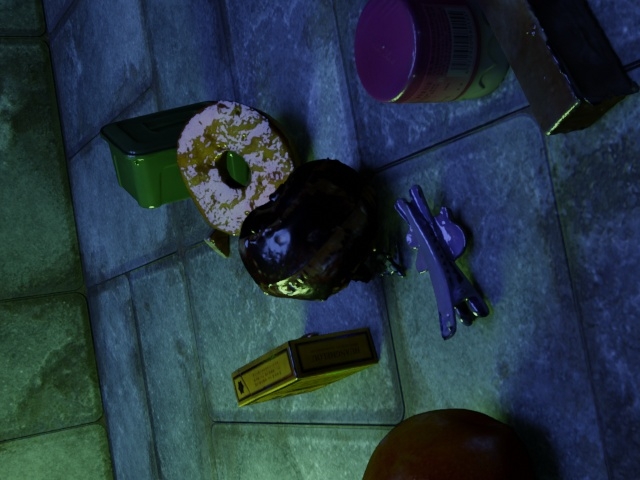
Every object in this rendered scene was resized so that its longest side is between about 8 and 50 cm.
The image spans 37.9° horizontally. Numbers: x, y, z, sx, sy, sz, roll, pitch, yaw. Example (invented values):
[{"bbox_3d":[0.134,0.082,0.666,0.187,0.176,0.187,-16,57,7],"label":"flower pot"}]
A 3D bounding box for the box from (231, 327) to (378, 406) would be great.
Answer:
[{"bbox_3d":[-0.041,0.269,1.961,0.301,0.192,0.084,-36,64,56],"label":"box"}]

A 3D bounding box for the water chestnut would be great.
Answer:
[{"bbox_3d":[0.000,0.000,1.797,0.300,0.300,0.300,18,111,57],"label":"water chestnut"}]

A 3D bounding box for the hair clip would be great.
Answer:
[{"bbox_3d":[0.207,0.042,1.616,0.137,0.090,0.279,-48,50,52],"label":"hair clip"}]

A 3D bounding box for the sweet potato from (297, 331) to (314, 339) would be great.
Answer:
[{"bbox_3d":[-0.036,0.230,2.101,0.034,0.034,0.095,67,148,25],"label":"sweet potato"}]

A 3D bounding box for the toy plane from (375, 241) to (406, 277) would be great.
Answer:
[{"bbox_3d":[0.136,0.044,1.780,0.083,0.031,0.079,53,125,44],"label":"toy plane"}]

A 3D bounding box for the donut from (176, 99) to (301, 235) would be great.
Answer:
[{"bbox_3d":[-0.171,-0.166,2.068,0.302,0.110,0.303,5,105,21],"label":"donut"}]

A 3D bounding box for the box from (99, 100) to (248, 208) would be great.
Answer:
[{"bbox_3d":[-0.338,-0.209,2.259,0.252,0.328,0.178,36,138,53],"label":"box"}]

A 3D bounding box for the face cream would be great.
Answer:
[{"bbox_3d":[0.177,-0.305,1.479,0.175,0.194,0.175,13,106,58],"label":"face cream"}]

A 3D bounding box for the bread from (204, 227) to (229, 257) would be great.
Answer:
[{"bbox_3d":[-0.271,-0.007,2.423,0.043,0.062,0.109,3,95,60],"label":"bread"}]

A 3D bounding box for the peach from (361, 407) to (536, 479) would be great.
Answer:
[{"bbox_3d":[0.210,0.426,1.499,0.308,0.307,0.332,44,115,47],"label":"peach"}]

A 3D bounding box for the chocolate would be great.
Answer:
[{"bbox_3d":[0.318,-0.295,1.337,0.321,0.111,0.112,68,154,23],"label":"chocolate"}]
